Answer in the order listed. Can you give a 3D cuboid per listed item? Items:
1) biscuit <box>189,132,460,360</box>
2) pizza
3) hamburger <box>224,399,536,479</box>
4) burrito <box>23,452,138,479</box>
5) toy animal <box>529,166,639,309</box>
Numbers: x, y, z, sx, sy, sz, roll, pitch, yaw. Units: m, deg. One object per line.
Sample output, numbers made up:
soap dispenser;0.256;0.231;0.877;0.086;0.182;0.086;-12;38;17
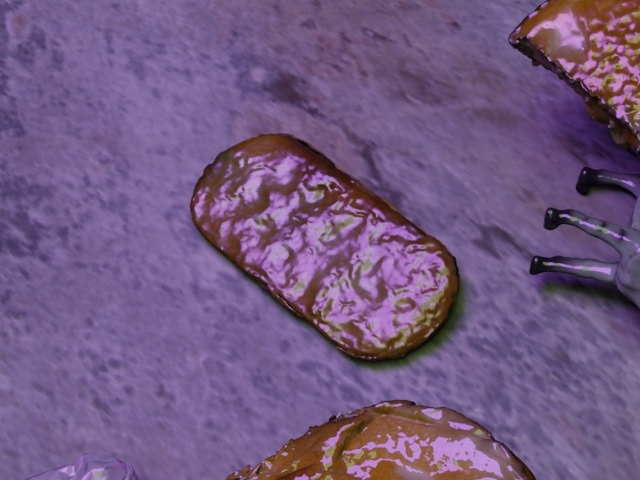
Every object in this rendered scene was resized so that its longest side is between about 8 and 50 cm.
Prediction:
biscuit;0.000;0.000;0.967;0.247;0.029;0.118;39;79;28
pizza;0.307;-0.133;0.869;0.323;0.089;0.223;-18;62;13
hamburger;0.045;0.232;0.741;0.244;0.163;0.244;-10;54;14
burrito;-0.226;0.201;0.870;0.203;0.064;0.064;-17;57;2
toy animal;0.254;0.002;0.893;0.176;0.073;0.217;22;61;16
